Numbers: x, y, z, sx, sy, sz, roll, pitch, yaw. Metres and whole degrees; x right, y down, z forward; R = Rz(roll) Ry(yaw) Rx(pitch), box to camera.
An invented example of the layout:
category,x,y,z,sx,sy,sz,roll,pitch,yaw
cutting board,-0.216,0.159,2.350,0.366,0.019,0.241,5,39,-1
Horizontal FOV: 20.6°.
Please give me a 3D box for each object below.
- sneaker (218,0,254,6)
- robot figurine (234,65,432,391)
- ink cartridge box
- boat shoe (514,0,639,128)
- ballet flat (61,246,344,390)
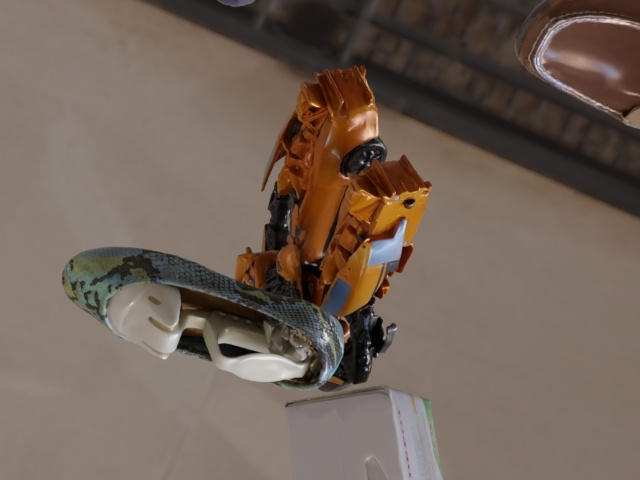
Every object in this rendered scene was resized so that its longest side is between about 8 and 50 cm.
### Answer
category,x,y,z,sx,sy,sz,roll,pitch,yaw
sneaker,-0.173,-0.376,1.935,0.131,0.112,0.319,-33,126,-13
robot figurine,0.000,0.000,1.520,0.211,0.085,0.291,63,-33,32
ink cartridge box,0.044,0.204,1.425,0.212,0.093,0.154,37,43,-77
boat shoe,0.323,-0.137,1.516,0.116,0.324,0.123,-112,-142,-53
ballet flat,-0.075,0.053,1.122,0.070,0.188,0.070,-167,-90,-85
